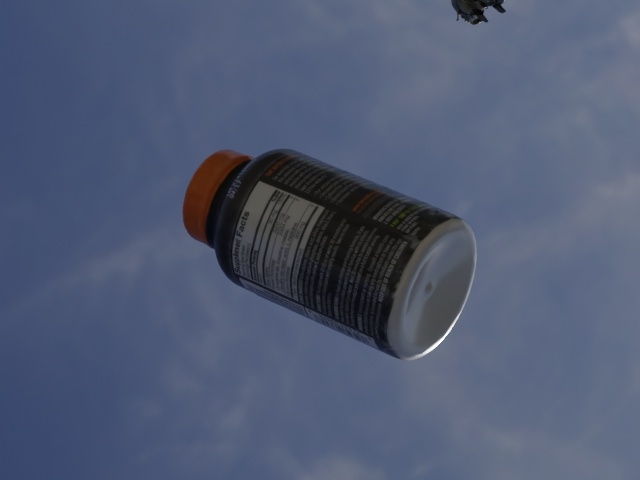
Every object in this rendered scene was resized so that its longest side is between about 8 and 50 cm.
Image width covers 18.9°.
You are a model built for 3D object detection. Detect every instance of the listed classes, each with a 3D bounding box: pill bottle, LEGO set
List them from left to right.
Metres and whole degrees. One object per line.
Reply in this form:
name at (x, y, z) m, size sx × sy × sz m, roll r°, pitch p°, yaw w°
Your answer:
pill bottle at (0.000, 0.000, 1.649) m, size 0.246 × 0.130 × 0.130 m, roll 24°, pitch -150°, yaw 30°
LEGO set at (0.088, -0.148, 1.094) m, size 0.023 × 0.054 × 0.083 m, roll -62°, pitch -36°, yaw -33°
